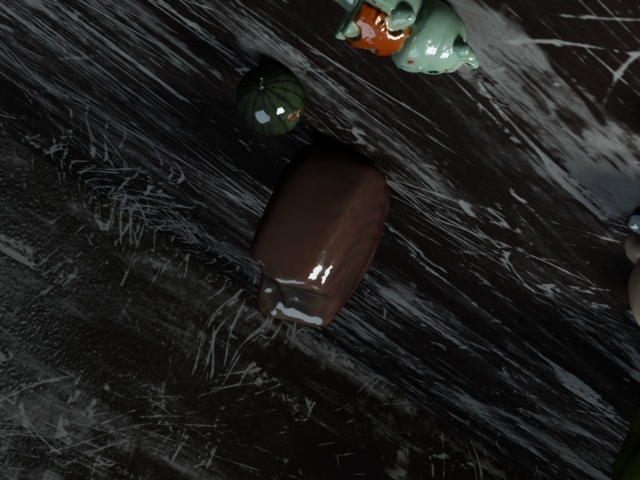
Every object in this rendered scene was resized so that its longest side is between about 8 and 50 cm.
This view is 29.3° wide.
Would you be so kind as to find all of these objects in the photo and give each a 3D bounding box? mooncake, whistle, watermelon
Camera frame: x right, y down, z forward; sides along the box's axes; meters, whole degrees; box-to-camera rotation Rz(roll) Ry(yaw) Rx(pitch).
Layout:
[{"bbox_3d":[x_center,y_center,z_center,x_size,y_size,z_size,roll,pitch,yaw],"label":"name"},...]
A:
[{"bbox_3d":[0.000,0.000,2.063,0.174,0.334,0.326,23,125,7],"label":"mooncake"},{"bbox_3d":[0.077,-0.261,1.422,0.253,0.106,0.101,29,149,-14],"label":"whistle"},{"bbox_3d":[-0.077,-0.215,1.830,0.105,0.105,0.133,21,167,18],"label":"watermelon"}]

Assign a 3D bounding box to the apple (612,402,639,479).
[{"bbox_3d":[0.714,0.421,2.056,0.473,0.474,0.473,24,166,7],"label":"apple"}]

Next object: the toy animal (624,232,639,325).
[{"bbox_3d":[0.515,0.100,1.612,0.210,0.221,0.229,43,146,-21],"label":"toy animal"}]

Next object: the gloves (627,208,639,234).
[{"bbox_3d":[0.474,-0.025,1.721,0.064,0.026,0.086,29,161,-17],"label":"gloves"}]
